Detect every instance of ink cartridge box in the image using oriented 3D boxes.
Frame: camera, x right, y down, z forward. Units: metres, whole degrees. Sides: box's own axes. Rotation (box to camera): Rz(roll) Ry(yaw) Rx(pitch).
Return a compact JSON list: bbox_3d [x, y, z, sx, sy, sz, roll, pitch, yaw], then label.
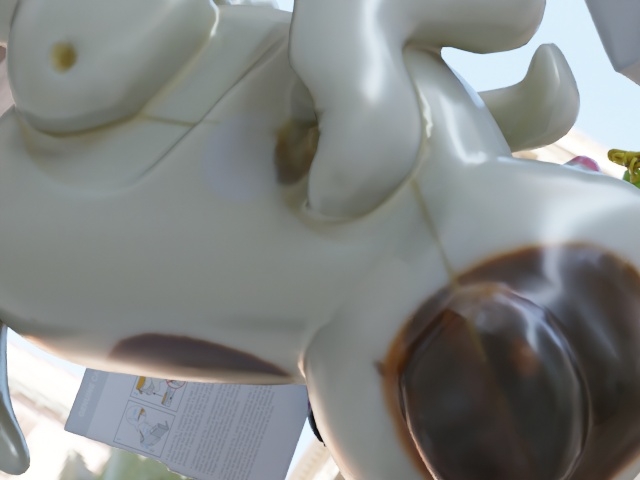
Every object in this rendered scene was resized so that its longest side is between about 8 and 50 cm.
[{"bbox_3d":[-0.115,0.115,1.226,0.239,0.275,0.060,20,-2,-4],"label":"ink cartridge box"}]

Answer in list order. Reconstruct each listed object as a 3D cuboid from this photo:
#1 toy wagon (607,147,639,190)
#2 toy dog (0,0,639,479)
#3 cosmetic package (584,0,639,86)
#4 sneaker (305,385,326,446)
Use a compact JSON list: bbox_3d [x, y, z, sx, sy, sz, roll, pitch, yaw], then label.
[{"bbox_3d":[0.448,-0.021,1.349,0.344,0.068,0.267,22,-7,-39],"label":"toy wagon"},{"bbox_3d":[0.000,0.000,0.617,0.408,0.395,0.284,30,-19,23],"label":"toy dog"},{"bbox_3d":[0.316,-0.231,0.931,0.156,0.385,0.217,-24,-100,26],"label":"cosmetic package"},{"bbox_3d":[0.004,0.161,1.155,0.038,0.069,0.098,-9,-77,-4],"label":"sneaker"}]
